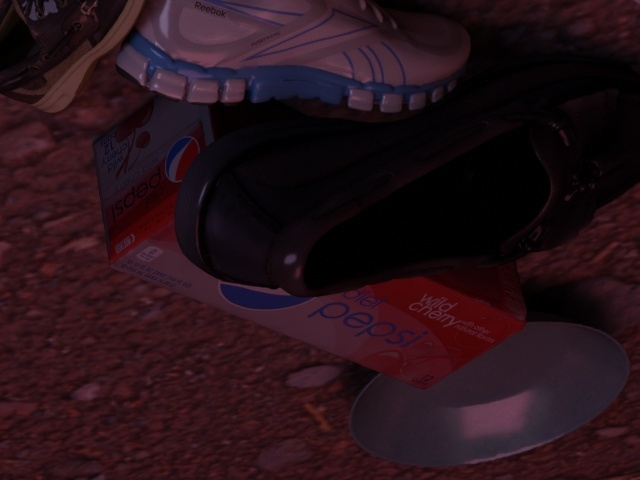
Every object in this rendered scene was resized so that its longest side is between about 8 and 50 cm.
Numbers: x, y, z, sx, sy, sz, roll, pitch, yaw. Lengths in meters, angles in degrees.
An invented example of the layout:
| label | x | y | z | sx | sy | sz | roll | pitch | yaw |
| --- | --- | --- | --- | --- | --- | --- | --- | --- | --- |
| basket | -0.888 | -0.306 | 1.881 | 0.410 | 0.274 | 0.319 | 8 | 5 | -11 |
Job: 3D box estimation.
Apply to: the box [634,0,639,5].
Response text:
| label | x | y | z | sx | sy | sz | roll | pitch | yaw |
| --- | --- | --- | --- | --- | --- | --- | --- | --- | --- |
| box | 0.169 | -0.152 | 0.922 | 0.067 | 0.063 | 0.324 | -32 | 142 | 31 |

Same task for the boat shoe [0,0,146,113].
| label | x | y | z | sx | sy | sz | roll | pitch | yaw |
| --- | --- | --- | --- | --- | --- | --- | --- | --- | --- |
| boat shoe | -0.121 | -0.110 | 0.897 | 0.049 | 0.056 | 0.152 | 2 | 145 | -30 |

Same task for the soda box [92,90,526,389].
| label | x | y | z | sx | sy | sz | roll | pitch | yaw |
| --- | --- | --- | --- | --- | --- | --- | --- | --- | --- |
| soda box | 0.000 | 0.000 | 1.081 | 0.092 | 0.083 | 0.263 | -34 | 141 | 30 |

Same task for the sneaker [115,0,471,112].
| label | x | y | z | sx | sy | sz | roll | pitch | yaw |
| --- | --- | --- | --- | --- | --- | --- | --- | --- | --- |
| sneaker | -0.002 | -0.111 | 0.931 | 0.191 | 0.071 | 0.083 | -3 | 120 | -33 |

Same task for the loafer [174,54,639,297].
| label | x | y | z | sx | sy | sz | roll | pitch | yaw |
| --- | --- | --- | --- | --- | --- | --- | --- | --- | --- |
| loafer | 0.075 | -0.022 | 0.981 | 0.303 | 0.095 | 0.109 | -13 | 119 | -31 |

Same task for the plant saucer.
| label | x | y | z | sx | sy | sz | roll | pitch | yaw |
| --- | --- | --- | --- | --- | --- | --- | --- | --- | --- |
| plant saucer | 0.111 | 0.092 | 1.301 | 0.195 | 0.037 | 0.195 | -8 | 148 | -5 |
